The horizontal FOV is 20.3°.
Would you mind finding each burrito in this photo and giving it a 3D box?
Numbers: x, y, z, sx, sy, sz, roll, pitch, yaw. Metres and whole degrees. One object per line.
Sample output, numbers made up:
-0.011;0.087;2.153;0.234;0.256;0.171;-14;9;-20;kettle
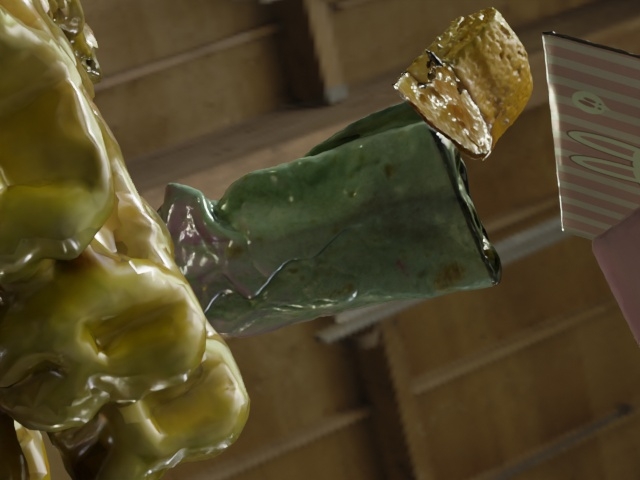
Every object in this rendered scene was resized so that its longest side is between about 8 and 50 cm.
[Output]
0.000;0.000;1.244;0.229;0.089;0.144;-18;-73;7;burrito

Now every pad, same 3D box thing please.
0.257;-0.042;1.261;0.300;0.202;0.005;70;-139;-63;pad

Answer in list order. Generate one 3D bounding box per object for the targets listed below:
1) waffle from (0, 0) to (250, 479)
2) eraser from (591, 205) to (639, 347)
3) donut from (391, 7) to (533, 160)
-0.144;-0.062;0.554;0.151;0.324;0.261;-27;-52;-3;waffle
0.331;0.102;1.022;0.122;0.272;0.359;-17;-102;-30;eraser
0.053;-0.066;0.668;0.038;0.067;0.083;-39;-30;-5;donut
